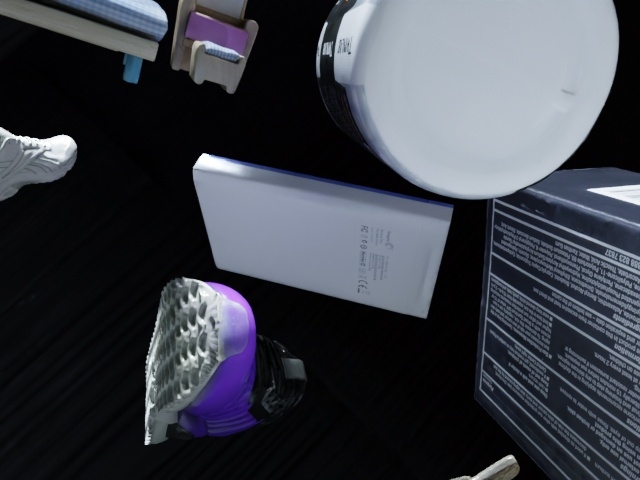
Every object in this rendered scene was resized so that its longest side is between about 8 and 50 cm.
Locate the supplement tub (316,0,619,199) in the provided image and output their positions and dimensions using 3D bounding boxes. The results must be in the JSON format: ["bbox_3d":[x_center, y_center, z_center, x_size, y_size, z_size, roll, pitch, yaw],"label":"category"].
[{"bbox_3d":[0.099,-0.162,0.532,0.193,0.193,0.316,50,5,-18],"label":"supplement tub"}]

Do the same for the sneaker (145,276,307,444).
[{"bbox_3d":[-0.075,0.114,0.518,0.293,0.146,0.102,129,-39,-57],"label":"sneaker"}]

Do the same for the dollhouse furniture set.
[{"bbox_3d":[-0.153,-0.235,0.423,0.286,0.198,0.303,13,18,-21],"label":"dollhouse furniture set"}]

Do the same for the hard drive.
[{"bbox_3d":[0.000,0.000,0.770,0.318,0.040,0.210,13,-38,11],"label":"hard drive"}]

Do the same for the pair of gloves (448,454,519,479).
[{"bbox_3d":[0.209,0.420,0.890,0.240,0.204,0.042,80,-12,-52],"label":"pair of gloves"}]

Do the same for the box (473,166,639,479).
[{"bbox_3d":[0.311,0.096,0.583,0.296,0.182,0.294,-131,-141,-67],"label":"box"}]

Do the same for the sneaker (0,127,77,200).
[{"bbox_3d":[-0.530,-0.152,1.013,0.090,0.232,0.115,15,-55,23],"label":"sneaker"}]
